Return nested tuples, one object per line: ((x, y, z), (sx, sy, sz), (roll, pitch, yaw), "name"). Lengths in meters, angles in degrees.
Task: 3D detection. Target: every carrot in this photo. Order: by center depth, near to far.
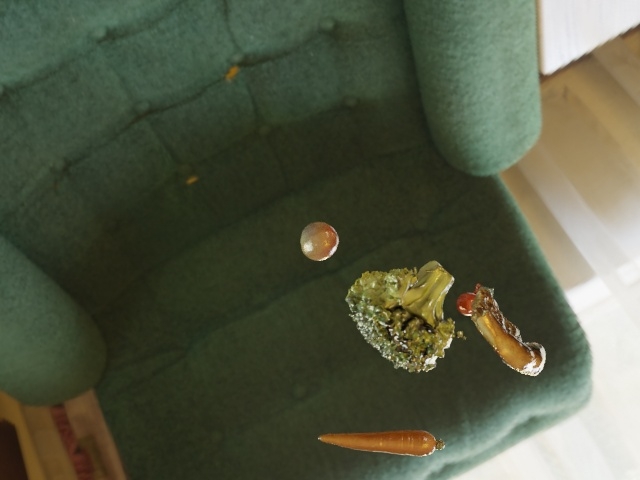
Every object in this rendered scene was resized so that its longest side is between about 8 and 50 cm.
((0.162, 0.520, 2.210), (0.335, 0.069, 0.069), (5, 141, -7), "carrot")

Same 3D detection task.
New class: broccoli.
((0.238, 0.183, 2.246), (0.281, 0.293, 0.348), (-47, -170, 3), "broccoli")

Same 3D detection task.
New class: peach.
((-0.001, 0.002, 1.758), (0.083, 0.083, 0.083), (-20, 148, -13), "peach")

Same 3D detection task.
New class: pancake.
((0.390, 0.199, 1.751), (0.056, 0.212, 0.257), (-37, -179, 21), "pancake")

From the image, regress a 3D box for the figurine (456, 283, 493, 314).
((0.430, 0.171, 2.365), (0.140, 0.075, 0.068), (-25, 122, -47), "figurine")
